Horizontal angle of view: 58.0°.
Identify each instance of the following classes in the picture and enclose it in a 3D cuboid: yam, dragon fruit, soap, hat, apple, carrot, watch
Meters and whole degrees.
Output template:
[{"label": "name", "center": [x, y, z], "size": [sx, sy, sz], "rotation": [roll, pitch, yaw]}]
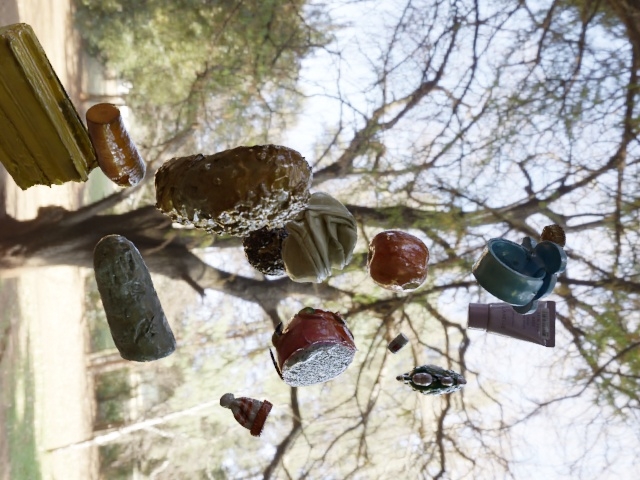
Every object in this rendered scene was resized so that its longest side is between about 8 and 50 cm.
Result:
[{"label": "yam", "center": [-0.415, 0.137, 1.275], "size": [0.133, 0.133, 0.330], "rotation": [-130, -152, -56]}, {"label": "dragon fruit", "center": [-0.027, 0.334, 1.907], "size": [0.290, 0.291, 0.189], "rotation": [108, -31, -44]}, {"label": "soap", "center": [-0.602, -0.261, 1.176], "size": [0.096, 0.204, 0.324], "rotation": [-67, 149, -47]}, {"label": "hat", "center": [-0.233, 0.513, 1.747], "size": [0.093, 0.163, 0.112], "rotation": [108, 7, -77]}, {"label": "apple", "center": [0.300, 0.081, 2.186], "size": [0.242, 0.241, 0.241], "rotation": [-172, -90, -85]}, {"label": "carrot", "center": [-0.402, -0.180, 1.122], "size": [0.193, 0.087, 0.087], "rotation": [83, -10, -57]}, {"label": "watch", "center": [0.485, 0.073, 1.462], "size": [0.211, 0.193, 0.210], "rotation": [-170, -90, -68]}]

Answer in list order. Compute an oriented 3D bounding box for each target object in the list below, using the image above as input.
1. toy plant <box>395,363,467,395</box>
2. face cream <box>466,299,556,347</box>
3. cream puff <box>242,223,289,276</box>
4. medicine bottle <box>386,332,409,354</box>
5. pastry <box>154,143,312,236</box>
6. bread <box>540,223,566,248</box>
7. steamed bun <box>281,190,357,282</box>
[{"label": "toy plant", "center": [0.404, 0.506, 2.090], "size": [0.232, 0.244, 0.112], "rotation": [101, -8, -75]}, {"label": "face cream", "center": [0.614, 0.258, 1.861], "size": [0.096, 0.274, 0.153], "rotation": [64, 31, -67]}, {"label": "cream puff", "center": [-0.190, 0.030, 2.216], "size": [0.165, 0.239, 0.238], "rotation": [-57, 159, -58]}, {"label": "medicine bottle", "center": [0.348, 0.462, 2.588], "size": [0.091, 0.058, 0.058], "rotation": [-45, -141, 11]}, {"label": "pastry", "center": [-0.164, -0.087, 1.110], "size": [0.311, 0.255, 0.161], "rotation": [-3, -89, 26]}, {"label": "bread", "center": [0.683, -0.007, 1.682], "size": [0.085, 0.053, 0.084], "rotation": [172, -90, -81]}, {"label": "steamed bun", "center": [0.001, 0.003, 1.975], "size": [0.203, 0.289, 0.275], "rotation": [21, -35, 51]}]
